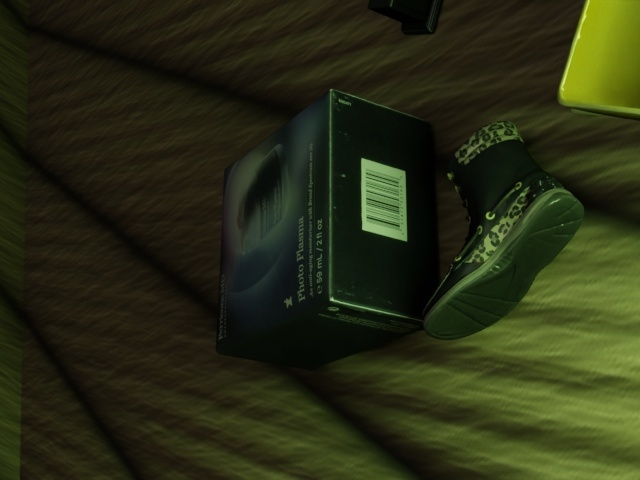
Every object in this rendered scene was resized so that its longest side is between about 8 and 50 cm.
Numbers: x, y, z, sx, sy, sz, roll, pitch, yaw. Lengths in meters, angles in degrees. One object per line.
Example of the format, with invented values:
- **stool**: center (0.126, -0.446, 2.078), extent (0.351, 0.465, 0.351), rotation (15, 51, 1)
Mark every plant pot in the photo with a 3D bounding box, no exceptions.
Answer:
- **plant pot**: center (0.369, -0.185, 0.864), extent (0.212, 0.187, 0.212), rotation (22, 96, 57)

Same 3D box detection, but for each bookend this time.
- **bookend**: center (0.100, -0.389, 1.397), extent (0.072, 0.157, 0.156), rotation (18, 92, 59)

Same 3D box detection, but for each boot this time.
- **boot**: center (0.188, -0.012, 1.179), extent (0.236, 0.085, 0.179), rotation (-50, 37, 25)

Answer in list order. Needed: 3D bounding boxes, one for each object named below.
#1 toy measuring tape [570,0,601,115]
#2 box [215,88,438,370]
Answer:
- **toy measuring tape**: center (0.321, -0.308, 1.095), extent (0.121, 0.121, 0.330), rotation (29, 123, 57)
- **box**: center (0.000, 0.000, 1.378), extent (0.294, 0.182, 0.296), rotation (-30, 53, 51)
